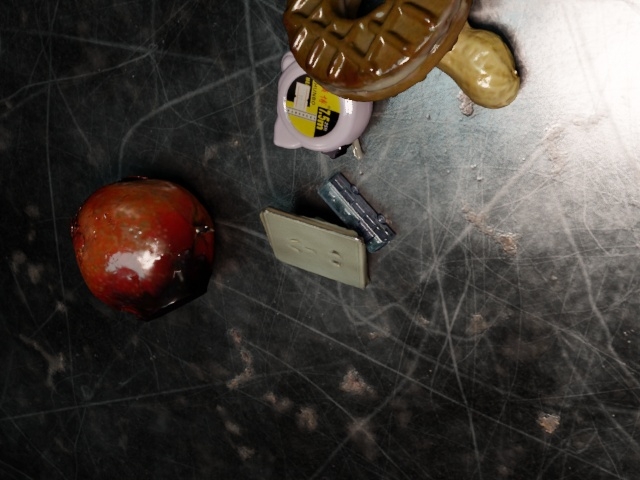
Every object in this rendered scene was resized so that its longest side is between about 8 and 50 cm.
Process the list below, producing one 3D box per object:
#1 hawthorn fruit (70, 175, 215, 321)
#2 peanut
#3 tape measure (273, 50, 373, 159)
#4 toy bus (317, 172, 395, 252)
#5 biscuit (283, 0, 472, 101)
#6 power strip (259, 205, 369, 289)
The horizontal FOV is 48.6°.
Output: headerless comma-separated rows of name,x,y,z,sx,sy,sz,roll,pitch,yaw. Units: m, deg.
hawthorn fruit,-0.359,0.022,1.459,0.316,0.316,0.315,11,116,22
peanut,0.228,-0.305,1.127,0.229,0.098,0.103,45,105,1
tape measure,0.009,-0.243,1.266,0.178,0.105,0.196,25,120,23
toy bus,0.067,-0.050,1.340,0.166,0.065,0.047,48,123,1
biscuit,0.084,-0.373,1.086,0.332,0.103,0.331,-11,72,35
power strip,0.000,0.000,1.381,0.213,0.064,0.198,19,154,16
